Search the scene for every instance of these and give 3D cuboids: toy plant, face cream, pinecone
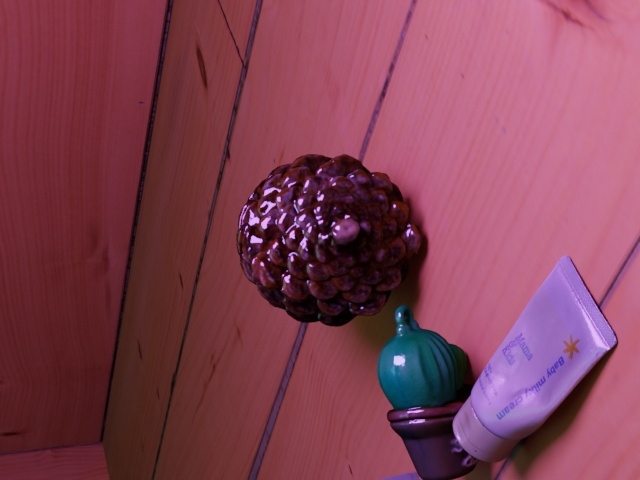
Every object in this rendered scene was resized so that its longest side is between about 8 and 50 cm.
[{"bbox_3d":[0.127,0.166,1.269,0.105,0.143,0.200,-9,93,35],"label":"toy plant"},{"bbox_3d":[0.212,0.129,1.135,0.224,0.070,0.114,-63,35,38],"label":"face cream"},{"bbox_3d":[0.000,0.000,1.439,0.272,0.224,0.224,177,90,-73],"label":"pinecone"}]

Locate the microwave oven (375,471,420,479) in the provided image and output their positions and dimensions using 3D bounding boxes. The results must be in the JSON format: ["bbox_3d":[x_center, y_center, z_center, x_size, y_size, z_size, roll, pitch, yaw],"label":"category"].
[{"bbox_3d":[0.079,0.411,1.369,0.129,0.163,0.205,105,149,-44],"label":"microwave oven"}]
